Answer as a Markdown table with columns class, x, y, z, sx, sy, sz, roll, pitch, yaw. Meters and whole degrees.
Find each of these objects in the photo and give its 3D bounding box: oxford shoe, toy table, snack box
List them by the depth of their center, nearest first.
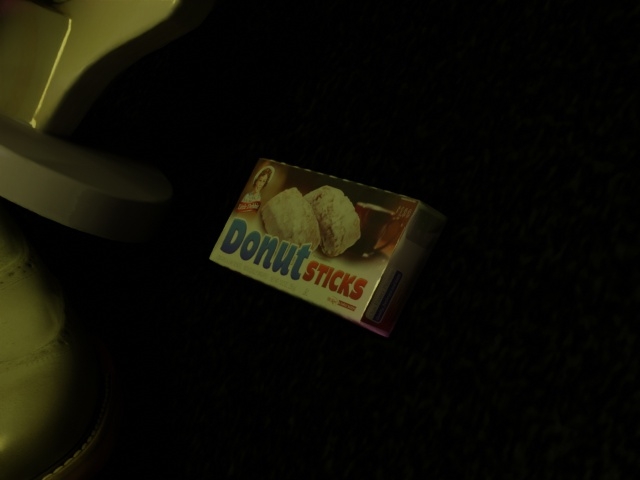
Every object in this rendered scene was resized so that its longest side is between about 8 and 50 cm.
| class | x | y | z | sx | sy | sz | roll | pitch | yaw |
| --- | --- | --- | --- | --- | --- | --- | --- | --- | --- |
| snack box | 0.000 | 0.000 | 0.936 | 0.178 | 0.022 | 0.064 | 19 | 82 | 62 |
| oxford shoe | -0.225 | 0.034 | 1.090 | 0.140 | 0.146 | 0.397 | -31 | 31 | -8 |
| toy table | -0.167 | -0.129 | 1.137 | 0.274 | 0.252 | 0.161 | 31 | 103 | 30 |

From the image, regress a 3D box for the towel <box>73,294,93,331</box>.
| class | x | y | z | sx | sy | sz | roll | pitch | yaw |
| --- | --- | --- | --- | --- | --- | --- | --- | --- | --- |
| towel | -0.168 | 0.075 | 1.163 | 0.083 | 0.009 | 0.060 | -41 | 34 | 33 |
